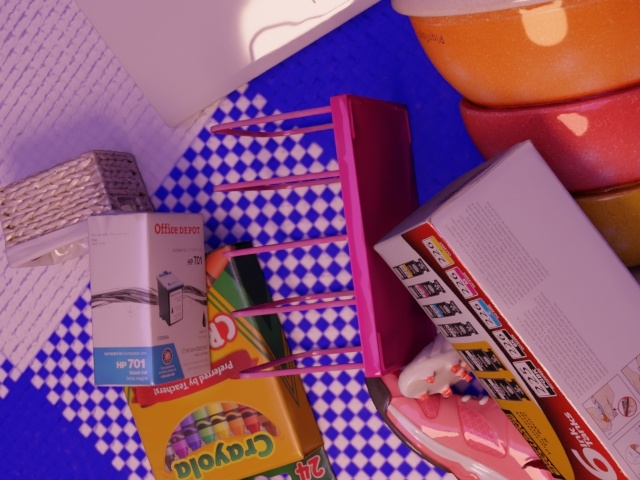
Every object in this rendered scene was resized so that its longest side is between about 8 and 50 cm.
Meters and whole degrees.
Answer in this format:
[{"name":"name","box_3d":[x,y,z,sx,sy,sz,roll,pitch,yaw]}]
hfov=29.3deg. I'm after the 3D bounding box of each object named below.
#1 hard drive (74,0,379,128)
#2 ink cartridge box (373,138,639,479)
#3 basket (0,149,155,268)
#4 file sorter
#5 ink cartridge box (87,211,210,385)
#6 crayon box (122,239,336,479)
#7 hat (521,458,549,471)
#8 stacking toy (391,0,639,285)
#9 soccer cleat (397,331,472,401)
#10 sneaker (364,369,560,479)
[{"name":"hard drive","box_3d":[-0.099,-0.312,1.419,0.353,0.047,0.233,-29,110,19]},{"name":"ink cartridge box","box_3d":[0.206,0.082,1.204,0.130,0.272,0.309,-38,91,-13]},{"name":"basket","box_3d":[-0.307,-0.040,1.523,0.167,0.113,0.103,-21,84,20]},{"name":"file sorter","box_3d":[0.000,0.000,1.365,0.182,0.202,0.290,-7,90,22]},{"name":"ink cartridge box","box_3d":[-0.193,0.063,1.386,0.082,0.140,0.190,-1,91,22]},{"name":"crayon box","box_3d":[-0.128,0.183,1.487,0.202,0.081,0.318,-22,86,20]},{"name":"hat","box_3d":[0.374,0.256,1.302,0.173,0.208,0.183,-53,42,-3]},{"name":"stacking toy","box_3d":[0.285,-0.095,1.249,0.351,0.350,0.479,-7,109,20]},{"name":"soccer cleat","box_3d":[0.153,0.111,1.344,0.076,0.196,0.068,49,149,27]},{"name":"sneaker","box_3d":[0.196,0.214,1.371,0.314,0.116,0.136,36,92,10]}]
